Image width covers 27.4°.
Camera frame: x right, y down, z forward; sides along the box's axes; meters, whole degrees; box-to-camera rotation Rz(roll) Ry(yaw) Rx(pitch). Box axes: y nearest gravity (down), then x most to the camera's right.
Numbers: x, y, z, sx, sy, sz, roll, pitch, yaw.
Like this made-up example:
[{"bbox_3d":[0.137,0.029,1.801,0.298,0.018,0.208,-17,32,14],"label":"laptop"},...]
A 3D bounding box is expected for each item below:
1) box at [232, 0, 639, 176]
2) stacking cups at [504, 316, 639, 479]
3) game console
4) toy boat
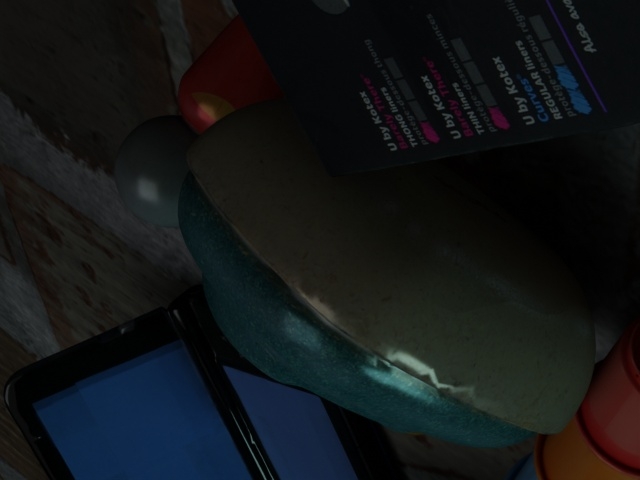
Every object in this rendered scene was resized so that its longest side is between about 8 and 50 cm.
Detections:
[{"bbox_3d":[0.098,-0.133,0.451,0.270,0.165,0.143,-7,118,55],"label":"box"},{"bbox_3d":[0.148,0.148,0.773,0.096,0.096,0.316,39,149,19],"label":"stacking cups"},{"bbox_3d":[-0.078,0.203,1.068,0.250,0.173,0.293,11,133,49],"label":"game console"},{"bbox_3d":[0.000,0.000,0.695,0.267,0.148,0.318,26,-163,-47],"label":"toy boat"}]
